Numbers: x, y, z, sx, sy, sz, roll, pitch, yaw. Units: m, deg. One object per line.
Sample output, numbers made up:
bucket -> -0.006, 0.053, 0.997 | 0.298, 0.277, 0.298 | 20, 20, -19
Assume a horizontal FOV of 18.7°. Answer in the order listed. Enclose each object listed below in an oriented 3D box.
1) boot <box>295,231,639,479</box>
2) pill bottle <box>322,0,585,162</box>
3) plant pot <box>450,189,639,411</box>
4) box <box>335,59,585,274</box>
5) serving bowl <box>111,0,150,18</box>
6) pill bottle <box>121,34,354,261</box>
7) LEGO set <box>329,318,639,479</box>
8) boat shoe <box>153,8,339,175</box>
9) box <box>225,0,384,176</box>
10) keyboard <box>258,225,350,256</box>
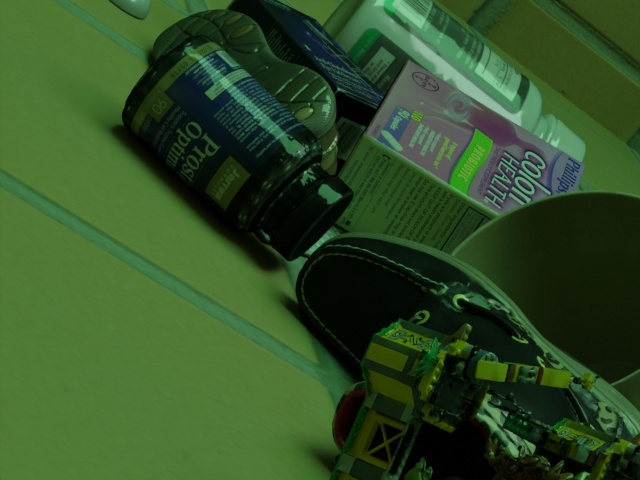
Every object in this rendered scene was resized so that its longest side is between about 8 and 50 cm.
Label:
boot -> 0.091, 0.125, 1.670 | 0.377, 0.138, 0.284 | 38, 20, 18
pill bottle -> 0.158, -0.173, 2.547 | 0.361, 0.204, 0.204 | 38, 15, -11
plant pot -> 0.265, 0.114, 1.958 | 0.284, 0.284, 0.191 | 59, -5, 49
box -> 0.149, -0.058, 2.157 | 0.243, 0.117, 0.213 | 32, 32, 0
serving bowl -> -0.231, -0.298, 2.286 | 0.083, 0.027, 0.083 | 38, 14, -11
pill bottle -> -0.077, -0.087, 1.885 | 0.219, 0.123, 0.123 | 43, 15, 9
LEGO set -> 0.150, 0.211, 1.341 | 0.192, 0.255, 0.331 | 18, -18, 45
boat shoe -> -0.083, -0.150, 2.114 | 0.324, 0.123, 0.116 | 46, -20, 50
box -> -0.026, -0.187, 2.320 | 0.207, 0.108, 0.153 | 50, 18, 30
keyboard -> 0.000, 0.000, 2.039 | 0.256, 0.014, 0.072 | 19, 26, -53
